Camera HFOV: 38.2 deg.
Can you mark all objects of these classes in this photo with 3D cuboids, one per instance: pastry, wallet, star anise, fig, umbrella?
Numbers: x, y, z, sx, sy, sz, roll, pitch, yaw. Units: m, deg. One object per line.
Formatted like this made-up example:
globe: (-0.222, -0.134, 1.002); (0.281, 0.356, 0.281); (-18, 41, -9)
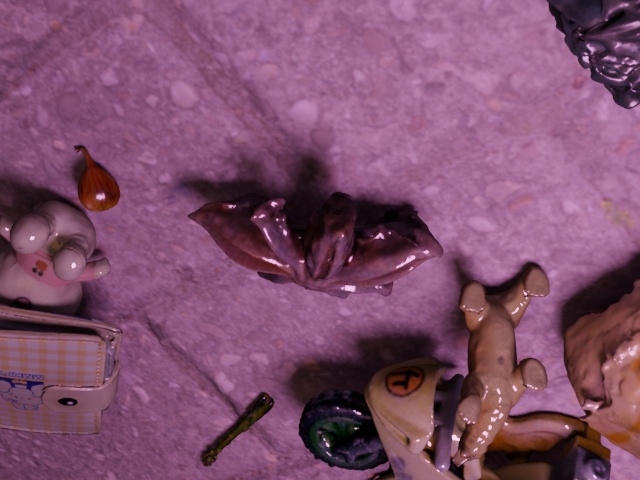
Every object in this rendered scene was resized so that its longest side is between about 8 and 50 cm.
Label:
pastry: (0.399, 0.155, 0.968); (0.256, 0.170, 0.237); (31, 135, -12)
wallet: (-0.392, 0.183, 1.278); (0.223, 0.077, 0.309); (11, 147, -9)
star anise: (0.004, 0.000, 1.030); (0.257, 0.111, 0.198); (-5, 153, 44)
fig: (-0.277, -0.075, 1.125); (0.050, 0.050, 0.083); (-13, 103, 29)
umbrella: (0.351, -0.227, 0.716); (0.348, 0.094, 0.143); (-24, 110, 33)

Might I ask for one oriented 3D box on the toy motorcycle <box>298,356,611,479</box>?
toy motorcycle: (0.182, 0.274, 1.159); (0.410, 0.169, 0.237); (26, 139, -8)

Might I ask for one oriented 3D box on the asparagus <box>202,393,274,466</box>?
asparagus: (-0.131, 0.291, 1.387); (0.233, 0.023, 0.022); (-48, 57, 41)

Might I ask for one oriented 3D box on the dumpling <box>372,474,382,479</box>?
dumpling: (0.103, 0.427, 1.352); (0.151, 0.124, 0.229); (57, 146, 22)

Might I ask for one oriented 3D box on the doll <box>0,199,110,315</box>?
doll: (-0.365, 0.040, 1.215); (0.154, 0.113, 0.275); (25, 140, -14)

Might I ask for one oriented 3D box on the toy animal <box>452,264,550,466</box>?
toy animal: (0.188, 0.138, 1.025); (0.103, 0.219, 0.101); (8, 159, -8)
